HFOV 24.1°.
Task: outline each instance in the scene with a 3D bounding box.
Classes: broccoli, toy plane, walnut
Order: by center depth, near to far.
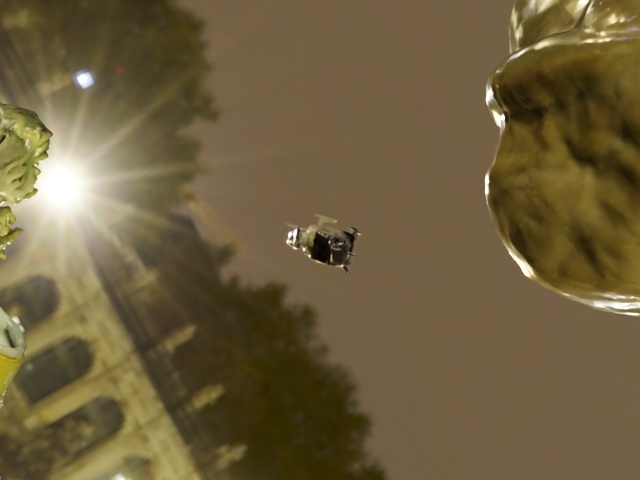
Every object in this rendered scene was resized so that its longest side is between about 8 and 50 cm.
[{"bbox_3d":[0.000,0.000,1.051,0.121,0.049,0.031,-115,-140,-84],"label":"toy plane"},{"bbox_3d":[0.252,-0.093,1.077,0.277,0.253,0.282,-5,-83,52],"label":"walnut"},{"bbox_3d":[-0.440,-0.044,1.780,0.248,0.288,0.245,30,-1,-34],"label":"broccoli"}]

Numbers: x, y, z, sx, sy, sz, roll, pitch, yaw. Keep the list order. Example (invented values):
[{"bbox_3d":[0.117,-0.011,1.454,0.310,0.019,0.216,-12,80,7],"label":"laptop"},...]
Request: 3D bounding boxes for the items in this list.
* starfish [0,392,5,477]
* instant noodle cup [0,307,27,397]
[{"bbox_3d":[-0.408,0.208,1.591,0.071,0.238,0.216,-15,-59,42],"label":"starfish"},{"bbox_3d":[-0.332,0.123,1.038,0.215,0.236,0.215,39,2,-2],"label":"instant noodle cup"}]
